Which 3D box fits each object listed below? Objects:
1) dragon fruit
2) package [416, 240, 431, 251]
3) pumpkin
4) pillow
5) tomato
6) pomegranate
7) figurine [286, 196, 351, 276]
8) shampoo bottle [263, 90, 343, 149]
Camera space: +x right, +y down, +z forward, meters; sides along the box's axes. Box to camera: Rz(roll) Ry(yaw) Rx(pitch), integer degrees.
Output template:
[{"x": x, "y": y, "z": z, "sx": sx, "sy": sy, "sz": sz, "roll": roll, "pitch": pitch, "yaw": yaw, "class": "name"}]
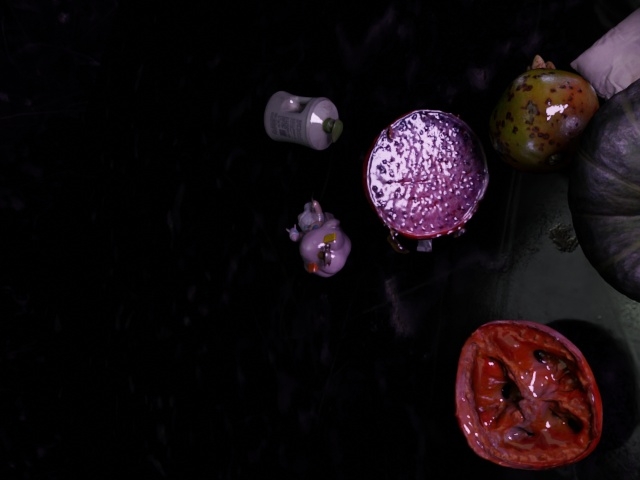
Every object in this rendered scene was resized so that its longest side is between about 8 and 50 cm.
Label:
[{"x": 0.168, "y": -0.109, "z": 1.081, "sx": 0.148, "sy": 0.218, "sz": 0.224, "roll": -157, "pitch": 50, "yaw": -80, "class": "dragon fruit"}, {"x": 0.198, "y": -0.034, "z": 1.148, "sx": 0.037, "sy": 0.015, "sz": 0.111, "roll": 6, "pitch": 90, "yaw": 50, "class": "package"}, {"x": 0.443, "y": -0.056, "z": 0.704, "sx": 0.300, "sy": 0.207, "sz": 0.301, "roll": 14, "pitch": 111, "yaw": 40, "class": "pumpkin"}, {"x": 0.456, "y": -0.206, "z": 0.833, "sx": 0.148, "sy": 0.050, "sz": 0.230, "roll": -49, "pitch": 54, "yaw": 43, "class": "pillow"}, {"x": 0.312, "y": 0.229, "z": 0.921, "sx": 0.227, "sy": 0.101, "sz": 0.228, "roll": 1, "pitch": 91, "yaw": 43, "class": "tomato"}, {"x": 0.329, "y": -0.191, "z": 0.913, "sx": 0.159, "sy": 0.159, "sz": 0.205, "roll": -32, "pitch": 35, "yaw": 44, "class": "pomegranate"}, {"x": 0.000, "y": 0.000, "z": 1.318, "sx": 0.137, "sy": 0.111, "sz": 0.229, "roll": -54, "pitch": 35, "yaw": 21, "class": "figurine"}, {"x": -0.031, "y": -0.269, "z": 1.396, "sx": 0.234, "sy": 0.087, "sz": 0.118, "roll": 23, "pitch": 104, "yaw": 49, "class": "shampoo bottle"}]
